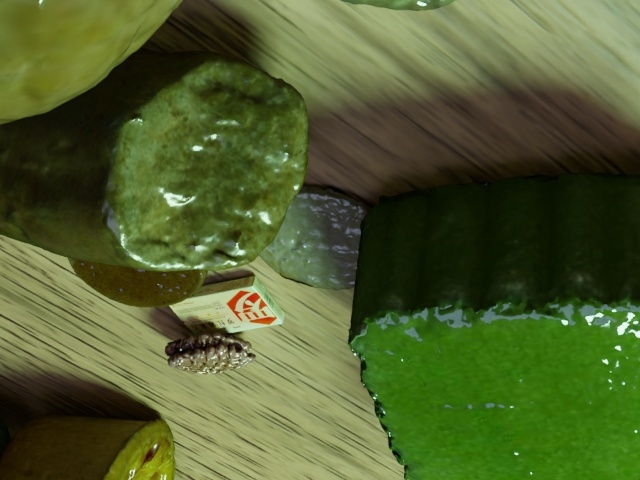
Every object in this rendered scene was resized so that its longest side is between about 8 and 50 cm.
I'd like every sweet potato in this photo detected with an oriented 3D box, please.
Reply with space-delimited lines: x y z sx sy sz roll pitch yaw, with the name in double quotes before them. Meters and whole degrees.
"sweet potato" -0.198 -0.072 0.737 0.369 0.158 0.158 12 140 17

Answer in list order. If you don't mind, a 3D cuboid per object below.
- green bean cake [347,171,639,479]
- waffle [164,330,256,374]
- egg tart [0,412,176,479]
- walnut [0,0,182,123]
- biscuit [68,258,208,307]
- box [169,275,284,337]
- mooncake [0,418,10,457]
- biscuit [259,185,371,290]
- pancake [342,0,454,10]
"green bean cake" 0.164 0.076 0.798 0.249 0.156 0.247 -8 132 18
"waffle" -0.103 0.106 0.983 0.075 0.029 0.083 -14 159 30
"egg tart" -0.254 0.272 1.105 0.147 0.203 0.203 12 140 13
"walnut" -0.188 -0.202 0.484 0.332 0.333 0.333 7 139 6
"biscuit" -0.152 -0.003 0.889 0.124 0.026 0.175 13 139 -3
"box" -0.086 0.061 0.951 0.093 0.015 0.058 -12 136 26
"mooncake" -0.500 0.243 1.129 0.351 0.187 0.351 13 139 11
"biscuit" 0.000 0.000 0.862 0.120 0.015 0.120 7 138 7
"pancake" 0.053 -0.221 0.579 0.241 0.050 0.242 5 147 3
